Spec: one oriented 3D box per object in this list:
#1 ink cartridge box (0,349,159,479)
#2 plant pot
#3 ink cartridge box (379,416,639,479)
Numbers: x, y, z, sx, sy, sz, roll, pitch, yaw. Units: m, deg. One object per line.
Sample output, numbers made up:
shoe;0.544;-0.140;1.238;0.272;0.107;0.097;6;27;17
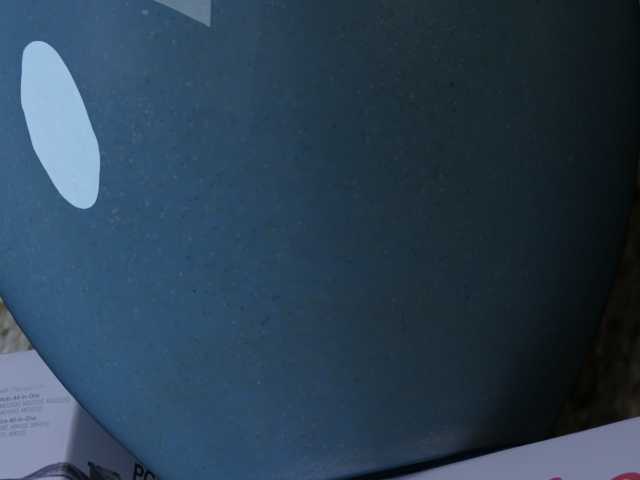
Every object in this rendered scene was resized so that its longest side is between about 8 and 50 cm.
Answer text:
ink cartridge box;-0.104;0.133;0.833;0.063;0.109;0.150;-9;60;32
plant pot;0.000;0.000;0.751;0.290;0.290;0.195;-17;78;26
ink cartridge box;0.119;0.200;0.569;0.223;0.129;0.307;-17;38;26
